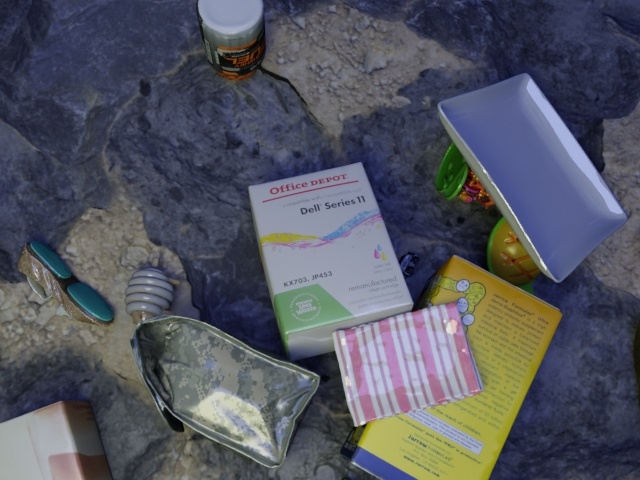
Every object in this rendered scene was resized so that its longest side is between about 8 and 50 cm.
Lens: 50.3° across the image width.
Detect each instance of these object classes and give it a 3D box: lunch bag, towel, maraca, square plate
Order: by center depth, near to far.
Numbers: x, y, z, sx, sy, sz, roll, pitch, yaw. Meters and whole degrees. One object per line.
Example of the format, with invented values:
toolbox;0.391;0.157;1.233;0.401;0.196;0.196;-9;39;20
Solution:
towel;0.126;0.178;0.999;0.197;0.029;0.144;-14;73;-3
lunch bag;-0.162;0.229;1.059;0.287;0.235;0.168;25;72;3
square plate;0.374;-0.123;1.198;0.347;0.049;0.344;-27;82;-44
maraca;0.350;0.034;1.216;0.127;0.099;0.185;8;98;-16

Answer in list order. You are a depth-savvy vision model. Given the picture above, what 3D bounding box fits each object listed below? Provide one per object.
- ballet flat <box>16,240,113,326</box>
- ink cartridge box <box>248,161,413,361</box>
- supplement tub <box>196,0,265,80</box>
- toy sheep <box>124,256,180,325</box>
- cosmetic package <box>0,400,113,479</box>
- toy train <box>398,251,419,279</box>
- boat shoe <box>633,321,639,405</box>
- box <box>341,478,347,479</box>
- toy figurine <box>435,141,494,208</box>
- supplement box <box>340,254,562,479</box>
ballet flat;-0.443;0.089;1.174;0.206;0.073;0.067;44;105;10
ink cartridge box;0.000;0.000;1.140;0.207;0.119;0.353;-13;59;-7
supplement tub;-0.158;-0.375;1.237;0.117;0.190;0.116;1;76;-3
toy sheep;-0.290;0.091;1.167;0.091;0.091;0.132;4;62;-3
cosmetic package;-0.392;0.407;1.044;0.129;0.153;0.296;-19;79;-7
toy train;0.130;0.088;1.221;0.036;0.027;0.158;28;75;7
boat shoe;0.603;0.238;1.191;0.074;0.080;0.223;3;81;-9
box;0.069;0.490;1.108;0.179;0.043;0.105;43;77;10
toy figurine;0.309;-0.103;1.230;0.159;0.130;0.173;24;34;-9
supplement box;0.202;0.236;1.102;0.195;0.194;0.356;29;75;4
